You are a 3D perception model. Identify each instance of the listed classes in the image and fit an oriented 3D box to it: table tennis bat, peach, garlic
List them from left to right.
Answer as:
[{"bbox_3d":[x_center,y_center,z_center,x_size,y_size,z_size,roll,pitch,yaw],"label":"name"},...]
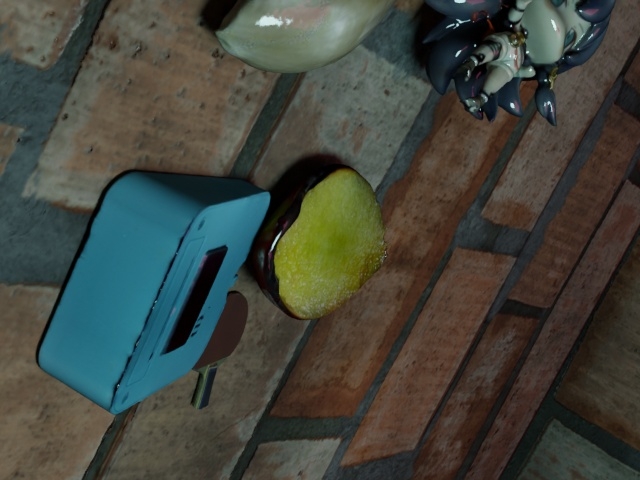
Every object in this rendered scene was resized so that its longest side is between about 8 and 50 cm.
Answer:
[{"bbox_3d":[-0.126,0.130,1.424,0.095,0.014,0.158,-21,133,-53],"label":"table tennis bat"},{"bbox_3d":[-0.004,-0.002,1.438,0.279,0.068,0.189,19,94,-61],"label":"peach"},{"bbox_3d":[0.017,-0.255,1.188,0.318,0.112,0.143,-53,152,-36],"label":"garlic"}]

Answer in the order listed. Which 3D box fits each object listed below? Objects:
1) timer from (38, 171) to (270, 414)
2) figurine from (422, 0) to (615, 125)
[{"bbox_3d":[-0.158,0.042,1.239,0.231,0.091,0.250,-65,165,12],"label":"timer"},{"bbox_3d":[0.226,-0.255,1.432,0.265,0.197,0.175,-21,140,-22],"label":"figurine"}]
